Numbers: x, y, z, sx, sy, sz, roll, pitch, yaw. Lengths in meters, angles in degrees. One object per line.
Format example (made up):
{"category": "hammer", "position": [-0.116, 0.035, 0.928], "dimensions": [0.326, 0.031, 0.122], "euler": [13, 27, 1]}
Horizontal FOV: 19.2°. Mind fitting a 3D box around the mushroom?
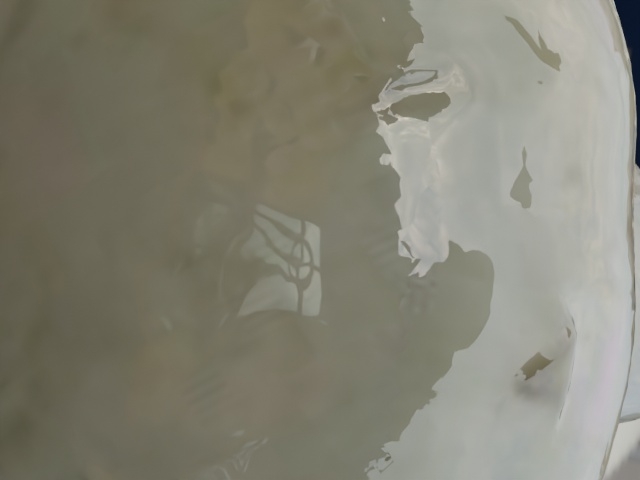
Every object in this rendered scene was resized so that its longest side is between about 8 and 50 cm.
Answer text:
{"category": "mushroom", "position": [0.000, 0.000, 0.587], "dimensions": [0.336, 0.314, 0.314], "euler": [3, 100, -46]}
